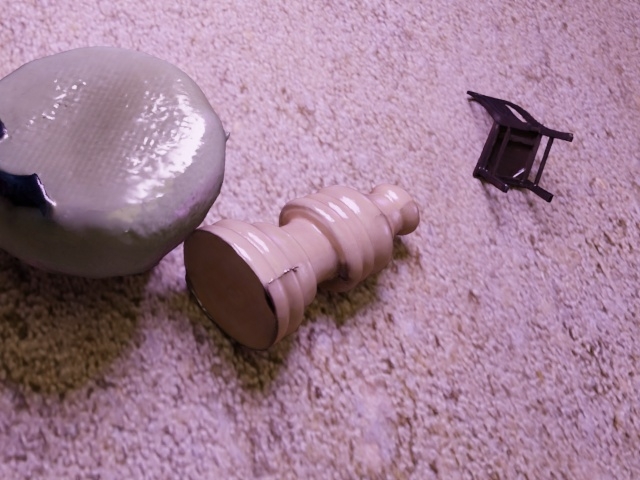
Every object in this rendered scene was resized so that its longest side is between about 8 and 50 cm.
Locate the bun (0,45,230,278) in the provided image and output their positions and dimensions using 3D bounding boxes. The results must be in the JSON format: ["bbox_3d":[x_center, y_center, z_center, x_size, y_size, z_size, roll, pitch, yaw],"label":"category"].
[{"bbox_3d":[-0.233,-0.063,1.093,0.283,0.179,0.283,2,50,-2],"label":"bun"}]

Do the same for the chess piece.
[{"bbox_3d":[0.000,0.000,1.207,0.138,0.124,0.307,24,36,34],"label":"chess piece"}]

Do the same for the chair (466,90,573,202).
[{"bbox_3d":[0.256,-0.135,1.464,0.084,0.102,0.212,11,15,-21],"label":"chair"}]
